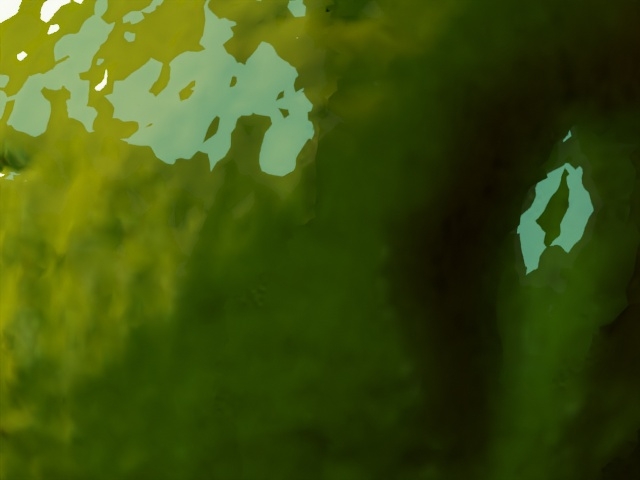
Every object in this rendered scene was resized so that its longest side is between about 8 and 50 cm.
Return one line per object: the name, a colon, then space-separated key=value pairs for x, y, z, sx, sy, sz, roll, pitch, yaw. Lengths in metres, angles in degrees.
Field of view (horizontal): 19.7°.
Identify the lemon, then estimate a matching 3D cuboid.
lemon: x=0.001 y=0.000 z=0.541 sx=0.297 sy=0.297 sz=0.297 roll=-34 pitch=32 yaw=24
